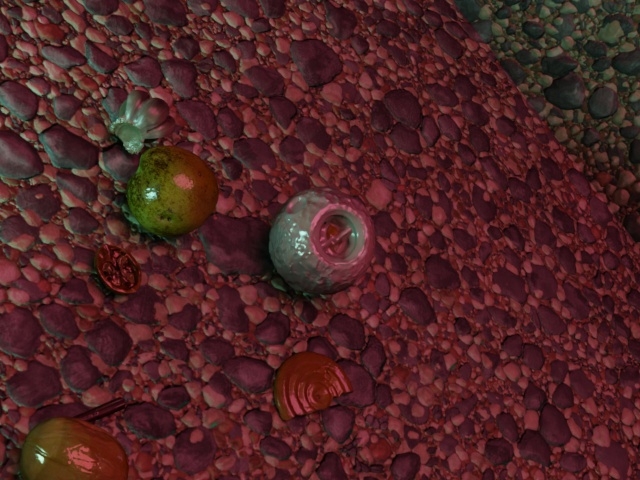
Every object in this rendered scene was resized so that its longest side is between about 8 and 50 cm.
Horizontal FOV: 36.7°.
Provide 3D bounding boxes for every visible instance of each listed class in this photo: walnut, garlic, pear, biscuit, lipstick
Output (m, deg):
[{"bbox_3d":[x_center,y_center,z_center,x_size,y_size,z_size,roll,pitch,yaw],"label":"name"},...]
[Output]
[{"bbox_3d":[-0.429,0.067,2.010,0.091,0.052,0.121,-26,80,-44],"label":"walnut"},{"bbox_3d":[-0.391,-0.286,2.221,0.131,0.127,0.194,44,26,-4],"label":"garlic"},{"bbox_3d":[-0.328,-0.111,2.097,0.197,0.197,0.197,20,53,-29],"label":"pear"},{"bbox_3d":[-0.022,0.320,2.201,0.224,0.033,0.144,-12,73,-44],"label":"biscuit"},{"bbox_3d":[-0.452,0.340,1.842,0.176,0.027,0.027,-18,77,-44],"label":"lipstick"},{"bbox_3d":[-0.438,0.402,1.718,0.197,0.165,0.165,26,51,-22],"label":"walnut"}]

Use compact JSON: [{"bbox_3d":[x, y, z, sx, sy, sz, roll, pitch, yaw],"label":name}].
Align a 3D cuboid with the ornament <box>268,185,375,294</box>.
[{"bbox_3d":[0.000,0.000,2.271,0.259,0.225,0.259,3,82,-24],"label":"ornament"}]
